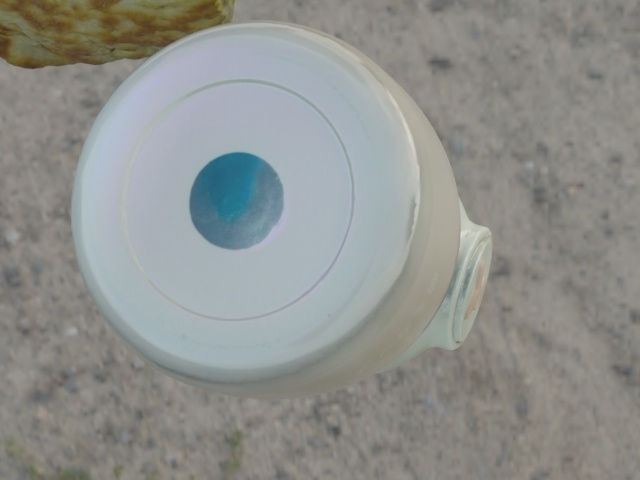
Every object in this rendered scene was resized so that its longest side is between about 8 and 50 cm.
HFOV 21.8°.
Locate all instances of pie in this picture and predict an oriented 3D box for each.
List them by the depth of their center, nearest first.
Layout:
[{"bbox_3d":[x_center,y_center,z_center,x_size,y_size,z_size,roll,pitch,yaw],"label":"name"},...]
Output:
[{"bbox_3d":[-0.148,-0.172,1.014,0.179,0.205,0.084,-13,58,27],"label":"pie"}]

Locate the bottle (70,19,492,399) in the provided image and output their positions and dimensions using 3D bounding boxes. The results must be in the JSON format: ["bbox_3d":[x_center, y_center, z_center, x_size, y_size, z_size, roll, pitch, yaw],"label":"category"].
[{"bbox_3d":[0.000,0.000,0.738,0.148,0.236,0.147,-2,82,16],"label":"bottle"}]
